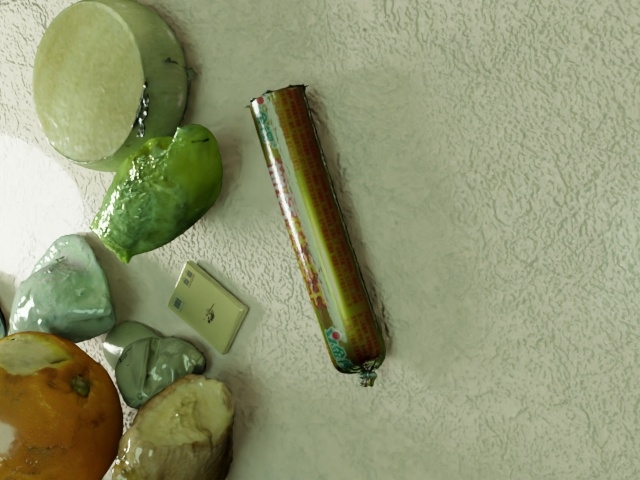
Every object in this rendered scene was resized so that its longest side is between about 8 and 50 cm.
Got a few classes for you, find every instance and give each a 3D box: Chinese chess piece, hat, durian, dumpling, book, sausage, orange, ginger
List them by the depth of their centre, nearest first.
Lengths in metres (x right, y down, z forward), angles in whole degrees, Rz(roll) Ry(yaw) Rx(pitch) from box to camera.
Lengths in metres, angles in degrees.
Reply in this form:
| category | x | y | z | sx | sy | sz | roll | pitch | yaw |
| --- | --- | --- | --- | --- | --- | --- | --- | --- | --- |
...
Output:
| category | x | y | z | sx | sy | sz | roll | pitch | yaw |
| --- | --- | --- | --- | --- | --- | --- | --- | --- | --- |
| sausage | 0.000 | 0.000 | 1.580 | 0.082 | 0.082 | 0.371 | -19 | 87 | 36 |
| durian | -0.197 | -0.063 | 1.667 | 0.250 | 0.139 | 0.101 | -41 | 78 | 32 |
| ginger | -0.199 | 0.291 | 1.691 | 0.130 | 0.221 | 0.275 | 24 | 103 | 13 |
| Chinese chess piece | -0.273 | -0.200 | 1.715 | 0.238 | 0.092 | 0.237 | 1 | 91 | 38 |
| book | -0.149 | 0.088 | 1.735 | 0.111 | 0.014 | 0.077 | 39 | 119 | 24 |
| orange | -0.381 | 0.243 | 1.751 | 0.240 | 0.240 | 0.240 | 7 | 102 | 34 |
| hat | -0.240 | 0.167 | 1.781 | 0.166 | 0.081 | 0.122 | 34 | 114 | 37 |
| dumpling | -0.362 | 0.074 | 1.825 | 0.217 | 0.105 | 0.149 | -9 | 99 | 40 |

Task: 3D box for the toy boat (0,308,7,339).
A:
| category | x | y | z | sx | sy | sz | roll | pitch | yaw |
| --- | --- | --- | --- | --- | --- | --- | --- | --- | --- |
| toy boat | -0.511 | 0.104 | 1.970 | 0.055 | 0.060 | 0.141 | -39 | 80 | 8 |
